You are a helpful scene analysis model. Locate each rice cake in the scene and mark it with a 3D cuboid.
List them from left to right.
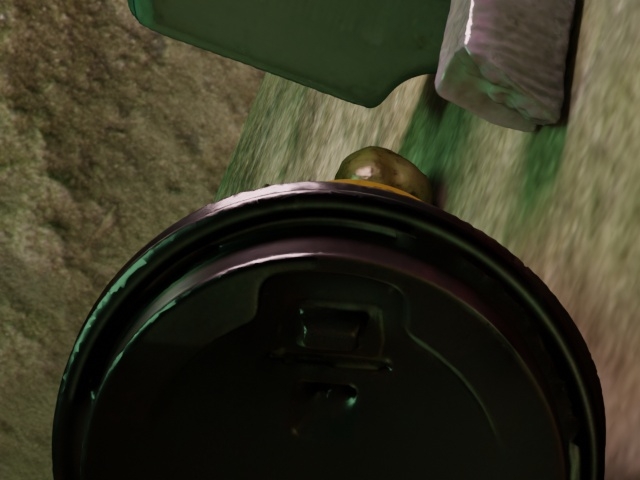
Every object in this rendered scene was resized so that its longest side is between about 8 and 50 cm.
[{"bbox_3d":[0.121,-0.197,0.855,0.056,0.072,0.365,124,162,-51],"label":"rice cake"}]

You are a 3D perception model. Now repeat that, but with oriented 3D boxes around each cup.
[{"bbox_3d":[0.007,0.060,0.608,0.280,0.196,0.196,-75,7,-80],"label":"cup"}]

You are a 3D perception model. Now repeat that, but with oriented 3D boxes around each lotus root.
[{"bbox_3d":[0.041,-0.026,0.961,0.152,0.063,0.072,-120,14,-75],"label":"lotus root"}]

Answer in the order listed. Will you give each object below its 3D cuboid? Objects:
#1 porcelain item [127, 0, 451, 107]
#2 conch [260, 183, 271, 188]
[{"bbox_3d":[-0.002,-0.257,1.046,0.157,0.286,0.281,-119,48,-72],"label":"porcelain item"},{"bbox_3d":[-0.025,0.071,1.028,0.245,0.163,0.178,-109,4,-52],"label":"conch"}]
